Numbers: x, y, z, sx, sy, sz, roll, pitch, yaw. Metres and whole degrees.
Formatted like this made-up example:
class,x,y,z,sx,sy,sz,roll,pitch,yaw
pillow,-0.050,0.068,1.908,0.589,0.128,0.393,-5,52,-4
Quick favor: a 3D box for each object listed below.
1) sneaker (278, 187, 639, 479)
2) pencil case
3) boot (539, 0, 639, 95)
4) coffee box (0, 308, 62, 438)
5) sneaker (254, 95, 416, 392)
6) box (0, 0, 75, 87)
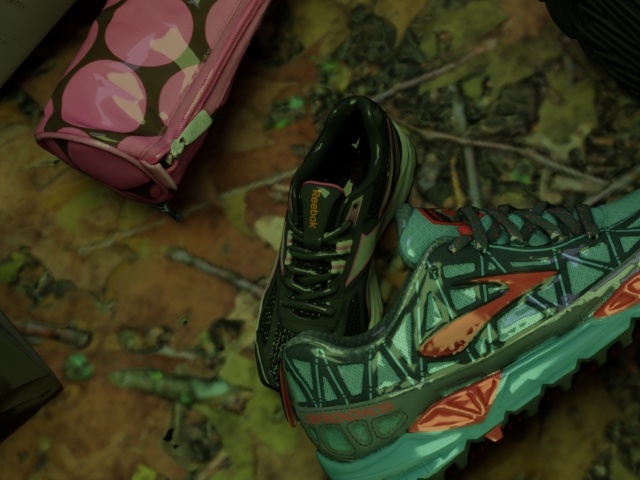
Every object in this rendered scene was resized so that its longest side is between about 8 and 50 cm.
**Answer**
class,x,y,z,sx,sy,sz,roll,pitch,yaw
sneaker,0.092,0.021,0.822,0.262,0.104,0.125,-37,88,-4
pencil case,-0.076,-0.122,0.949,0.098,0.095,0.209,6,66,50
boot,0.367,-0.221,0.857,0.367,0.146,0.445,37,83,14
coffee box,-0.307,0.111,0.857,0.297,0.168,0.119,-41,65,-7
sneaker,0.000,0.000,0.886,0.072,0.077,0.178,6,69,16
box,-0.186,-0.290,0.941,0.345,0.168,0.215,-47,62,13
